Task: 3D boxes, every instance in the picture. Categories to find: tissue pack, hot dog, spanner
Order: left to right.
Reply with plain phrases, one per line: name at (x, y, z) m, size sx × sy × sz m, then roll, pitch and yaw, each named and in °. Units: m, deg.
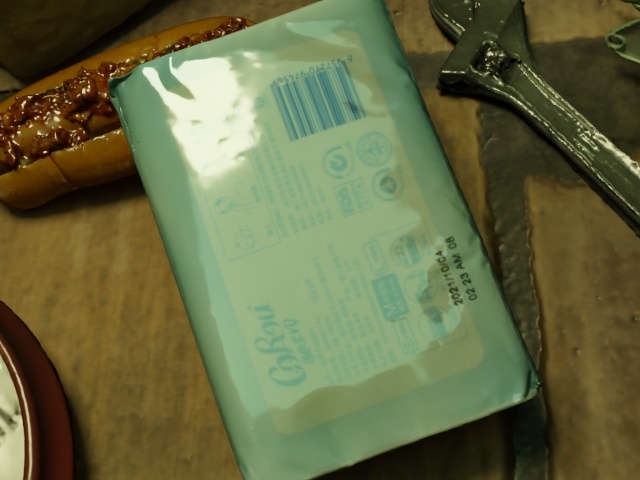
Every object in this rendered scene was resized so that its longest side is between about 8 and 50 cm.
hot dog at (-0.127, -0.098, 0.676) m, size 0.249 × 0.076 × 0.102 m, roll -18°, pitch 60°, yaw -1°
tissue pack at (0.000, 0.000, 0.582) m, size 0.177 × 0.089 × 0.263 m, roll -20°, pitch 79°, yaw -3°
spanner at (0.177, -0.068, 0.654) m, size 0.093 × 0.026 × 0.325 m, roll -35°, pitch 67°, yaw -11°

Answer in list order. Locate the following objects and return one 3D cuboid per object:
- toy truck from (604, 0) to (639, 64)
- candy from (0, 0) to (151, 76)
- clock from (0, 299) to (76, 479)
toy truck at (0.227, -0.173, 0.566) m, size 0.135 × 0.259 × 0.128 m, roll 28°, pitch 71°, yaw 18°
candy at (-0.154, -0.274, 0.707) m, size 0.321 × 0.179 × 0.135 m, roll -39°, pitch 65°, yaw -12°
clock at (-0.302, 0.153, 0.574) m, size 0.319 × 0.080 × 0.318 m, roll -1°, pitch 64°, yaw 1°
